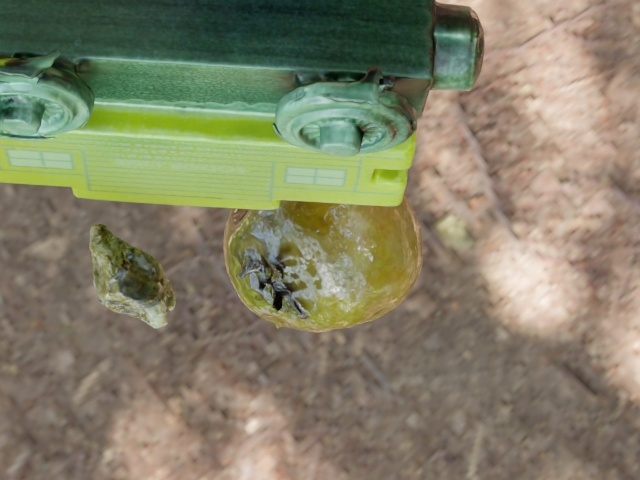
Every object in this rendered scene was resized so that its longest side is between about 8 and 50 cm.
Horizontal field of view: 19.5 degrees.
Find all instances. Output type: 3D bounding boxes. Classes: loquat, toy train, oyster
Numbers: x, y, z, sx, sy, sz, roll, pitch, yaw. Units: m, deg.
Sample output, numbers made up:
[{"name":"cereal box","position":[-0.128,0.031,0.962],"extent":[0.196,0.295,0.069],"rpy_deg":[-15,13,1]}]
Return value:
[{"name":"loquat","position":[-0.004,-0.002,1.932],"extent":[0.213,0.213,0.213],"rpy_deg":[14,118,27]},{"name":"toy train","position":[-0.103,-0.127,1.434],"extent":[0.442,0.179,0.272],"rpy_deg":[4,160,-2]},{"name":"oyster","position":[-0.152,0.030,1.472],"extent":[0.093,0.051,0.034],"rpy_deg":[35,155,-8]}]
